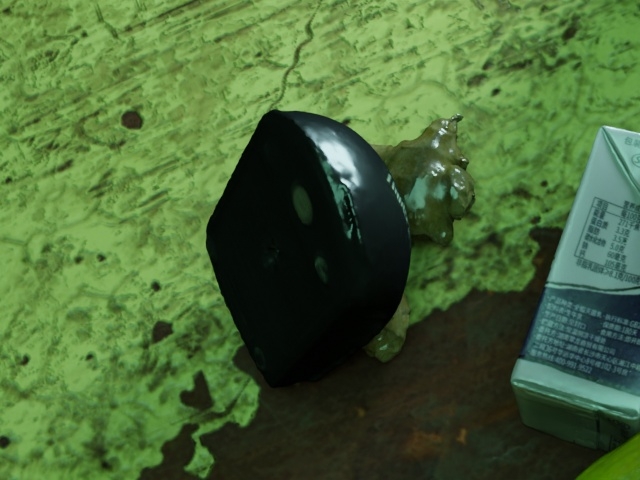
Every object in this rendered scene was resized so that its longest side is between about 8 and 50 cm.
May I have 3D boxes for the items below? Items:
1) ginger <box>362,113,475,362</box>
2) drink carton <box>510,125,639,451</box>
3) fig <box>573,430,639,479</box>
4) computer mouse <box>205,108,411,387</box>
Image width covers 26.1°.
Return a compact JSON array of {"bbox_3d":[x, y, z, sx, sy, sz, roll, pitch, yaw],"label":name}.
[{"bbox_3d":[0.069,-0.007,1.164,0.133,0.059,0.214,-8,66,14],"label":"ginger"},{"bbox_3d":[0.230,0.040,1.071,0.102,0.134,0.222,15,73,20],"label":"drink carton"},{"bbox_3d":[0.241,0.202,0.941,0.275,0.206,0.206,-3,67,-14],"label":"fig"},{"bbox_3d":[0.000,0.000,1.075,0.100,0.269,0.170,-15,73,-25],"label":"computer mouse"}]
